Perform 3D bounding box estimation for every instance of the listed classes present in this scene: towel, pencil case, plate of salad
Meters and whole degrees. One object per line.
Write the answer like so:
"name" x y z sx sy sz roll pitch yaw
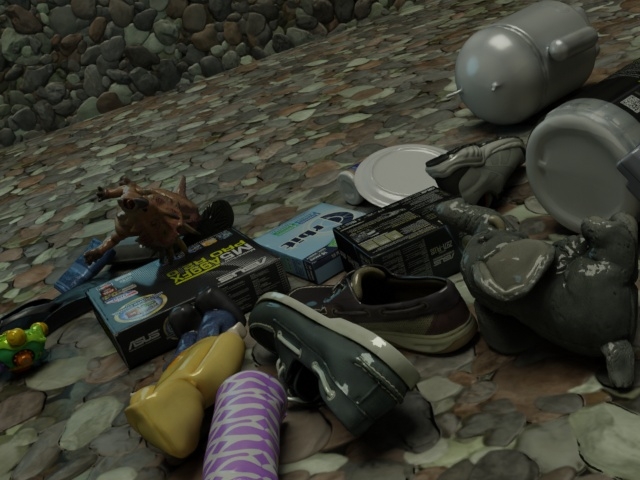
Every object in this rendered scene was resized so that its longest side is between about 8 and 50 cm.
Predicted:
"towel" -0.424 0.050 1.471 0.067 0.029 0.119 21 65 48
"pencil case" -0.071 0.216 0.831 0.086 0.088 0.206 -51 17 20
"plate of salad" 0.159 -0.104 1.426 0.200 0.048 0.200 -4 40 3

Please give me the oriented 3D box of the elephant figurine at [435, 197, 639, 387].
"elephant figurine" 0.231 0.047 0.927 0.239 0.169 0.186 1 13 23

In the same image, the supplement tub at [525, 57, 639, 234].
"supplement tub" 0.458 -0.152 1.165 0.316 0.193 0.193 -31 27 -28

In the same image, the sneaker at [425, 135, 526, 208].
"sneaker" 0.264 -0.106 1.339 0.100 0.108 0.271 -22 -1 39

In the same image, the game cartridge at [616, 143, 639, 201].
"game cartridge" 0.516 -0.093 1.013 0.294 0.196 0.060 -35 -8 -30

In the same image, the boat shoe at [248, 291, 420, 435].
"boat shoe" -0.017 0.139 0.939 0.099 0.116 0.319 -52 27 -16

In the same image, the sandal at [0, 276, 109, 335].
"sandal" -0.469 0.121 1.361 0.097 0.054 0.254 8 33 45

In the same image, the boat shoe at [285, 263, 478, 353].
"boat shoe" 0.064 0.076 1.048 0.285 0.092 0.103 5 31 41

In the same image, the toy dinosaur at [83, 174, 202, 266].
"toy dinosaur" -0.263 -0.038 1.361 0.200 0.127 0.296 1 15 24

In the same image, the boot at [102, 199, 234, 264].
"boot" -0.288 -0.011 1.533 0.208 0.076 0.189 -7 24 38

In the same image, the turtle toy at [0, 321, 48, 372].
"turtle toy" -0.472 0.170 1.236 0.130 0.066 0.095 -16 0 9

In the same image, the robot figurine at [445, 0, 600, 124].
"robot figurine" 0.412 -0.358 1.655 0.353 0.200 0.300 -31 7 -31

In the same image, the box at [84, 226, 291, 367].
"box" -0.211 0.078 1.275 0.270 0.060 0.216 -25 23 -18

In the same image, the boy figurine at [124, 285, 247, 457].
"boy figurine" -0.169 0.166 0.994 0.177 0.092 0.285 -32 15 17

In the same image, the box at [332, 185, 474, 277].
"box" 0.131 0.002 1.189 0.180 0.077 0.147 -23 24 -14

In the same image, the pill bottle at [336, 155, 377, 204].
"pill bottle" 0.094 -0.118 1.500 0.120 0.067 0.067 -30 26 -28

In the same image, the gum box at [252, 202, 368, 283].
"gum box" 0.000 0.000 1.330 0.157 0.041 0.184 -29 25 -28
